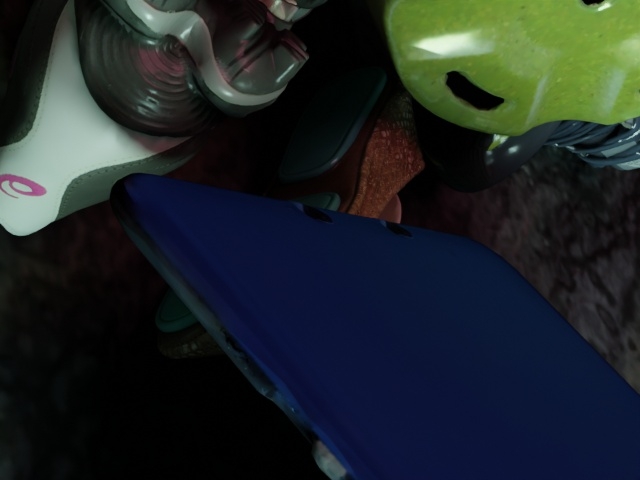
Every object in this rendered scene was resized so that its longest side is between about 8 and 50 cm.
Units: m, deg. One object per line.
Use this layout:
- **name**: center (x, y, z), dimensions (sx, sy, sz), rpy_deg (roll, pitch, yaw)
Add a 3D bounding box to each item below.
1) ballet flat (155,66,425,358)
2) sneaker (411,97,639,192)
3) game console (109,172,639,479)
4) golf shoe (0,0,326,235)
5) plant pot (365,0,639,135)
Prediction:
- **ballet flat**: center (0.000, 0.000, 0.641), dimensions (0.067, 0.073, 0.206), rpy_deg (62, 40, -24)
- **sneaker**: center (0.157, -0.089, 0.840), dimensions (0.300, 0.111, 0.121), rpy_deg (-38, 106, -46)
- **game console**: center (0.047, 0.126, 0.533), dimensions (0.293, 0.173, 0.250), rpy_deg (9, 93, -59)
- **golf shoe**: center (-0.069, -0.095, 0.600), dimensions (0.105, 0.120, 0.273), rpy_deg (45, 19, -11)
- **plant pot**: center (0.094, -0.197, 0.667), dimensions (0.276, 0.276, 0.254), rpy_deg (18, 48, -41)
